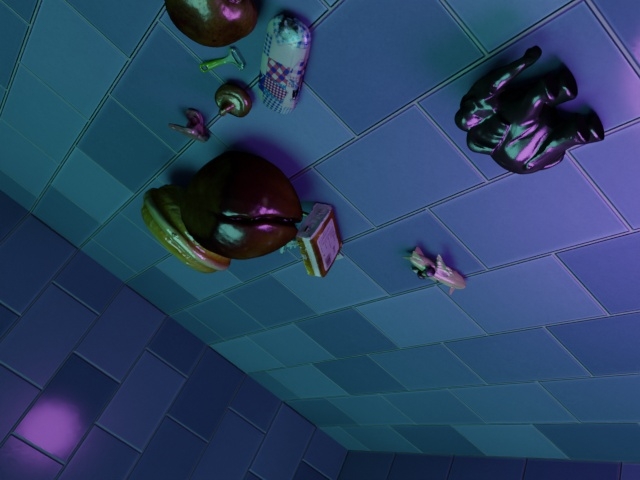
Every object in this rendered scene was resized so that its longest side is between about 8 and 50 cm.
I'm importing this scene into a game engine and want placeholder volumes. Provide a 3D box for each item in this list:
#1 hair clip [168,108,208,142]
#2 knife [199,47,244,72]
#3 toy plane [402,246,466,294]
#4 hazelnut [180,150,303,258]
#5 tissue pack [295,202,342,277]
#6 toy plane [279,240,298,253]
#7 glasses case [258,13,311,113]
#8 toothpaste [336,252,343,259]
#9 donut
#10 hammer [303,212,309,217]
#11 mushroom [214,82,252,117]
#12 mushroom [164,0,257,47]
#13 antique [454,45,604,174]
[{"bbox_3d":[-0.457,-0.381,2.016,0.123,0.102,0.138,20,146,18],"label":"hair clip"},{"bbox_3d":[-0.307,-0.544,1.759,0.166,0.023,0.078,-2,129,36],"label":"knife"},{"bbox_3d":[0.413,0.111,2.046,0.244,0.092,0.229,35,162,-4],"label":"toy plane"},{"bbox_3d":[-0.276,-0.127,2.002,0.429,0.402,0.402,-5,134,51],"label":"hazelnut"},{"bbox_3d":[0.000,0.000,2.111,0.091,0.183,0.226,11,142,26],"label":"tissue pack"},{"bbox_3d":[-0.144,-0.005,2.319,0.162,0.066,0.171,23,148,8],"label":"toy plane"},{"bbox_3d":[-0.108,-0.494,1.632,0.125,0.076,0.327,28,146,4],"label":"glasses case"},{"bbox_3d":[0.015,0.077,2.345,0.048,0.029,0.197,44,141,-23],"label":"toothpaste"},{"bbox_3d":[-0.525,-0.048,2.292,0.449,0.198,0.449,45,-174,-6],"label":"donut"},{"bbox_3d":[-0.120,-0.118,2.199,0.198,0.013,0.062,21,146,13],"label":"hammer"},{"bbox_3d":[-0.278,-0.444,1.819,0.126,0.085,0.109,30,112,2],"label":"mushroom"},{"bbox_3d":[-0.280,-0.622,1.476,0.263,0.195,0.283,29,146,-25],"label":"mushroom"},{"bbox_3d":[0.490,-0.284,1.377,0.255,0.185,0.322,-16,130,46],"label":"antique"}]
